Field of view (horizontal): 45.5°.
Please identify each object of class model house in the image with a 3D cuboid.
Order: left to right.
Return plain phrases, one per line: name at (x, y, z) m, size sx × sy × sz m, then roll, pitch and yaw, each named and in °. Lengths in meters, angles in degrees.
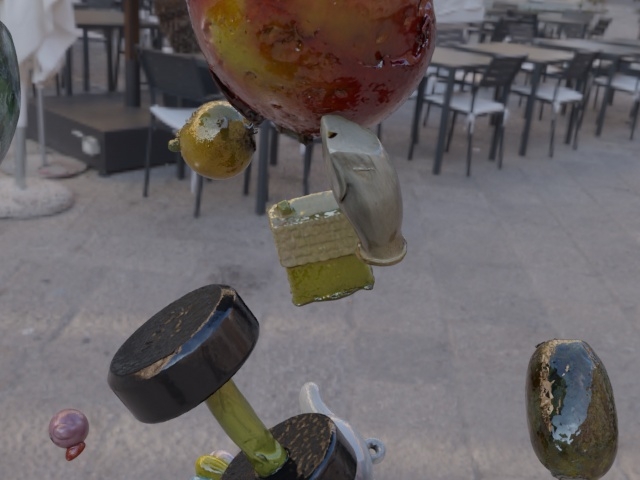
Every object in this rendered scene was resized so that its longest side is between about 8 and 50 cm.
model house at (0.000, 0.000, 1.601) m, size 0.193 × 0.234 × 0.175 m, roll -13°, pitch 52°, yaw 2°

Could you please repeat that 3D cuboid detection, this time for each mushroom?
mushroom at (0.067, -0.067, 1.109) m, size 0.108 × 0.247 × 0.096 m, roll -3°, pitch 38°, yaw 30°

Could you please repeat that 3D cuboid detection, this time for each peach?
peach at (-0.010, -0.329, 1.141) m, size 0.353 × 0.339 × 0.416 m, roll 44°, pitch -4°, yaw 31°

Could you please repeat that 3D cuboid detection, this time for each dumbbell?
dumbbell at (-0.113, 0.238, 1.024) m, size 0.203 × 0.322 × 0.204 m, roll -30°, pitch 18°, yaw 11°

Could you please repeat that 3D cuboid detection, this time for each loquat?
loquat at (-0.233, -0.218, 1.665) m, size 0.204 × 0.172 × 0.149 m, roll -2°, pitch 1°, yaw 4°

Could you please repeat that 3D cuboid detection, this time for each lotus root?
lotus root at (0.470, 0.317, 1.437) m, size 0.160 × 0.275 × 0.152 m, roll -13°, pitch -32°, yaw 26°

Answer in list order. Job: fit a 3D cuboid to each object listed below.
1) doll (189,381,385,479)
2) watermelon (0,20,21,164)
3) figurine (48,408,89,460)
doll at (-0.033, 0.461, 1.416) m, size 0.365 × 0.187 × 0.376 m, roll -20°, pitch 27°, yaw -29°
watermelon at (-0.515, -0.152, 0.997) m, size 0.213 × 0.289 × 0.320 m, roll 16°, pitch -3°, yaw -35°
figurine at (-0.434, 0.325, 1.321) m, size 0.067 × 0.071 × 0.083 m, roll -35°, pitch 25°, yaw -8°
